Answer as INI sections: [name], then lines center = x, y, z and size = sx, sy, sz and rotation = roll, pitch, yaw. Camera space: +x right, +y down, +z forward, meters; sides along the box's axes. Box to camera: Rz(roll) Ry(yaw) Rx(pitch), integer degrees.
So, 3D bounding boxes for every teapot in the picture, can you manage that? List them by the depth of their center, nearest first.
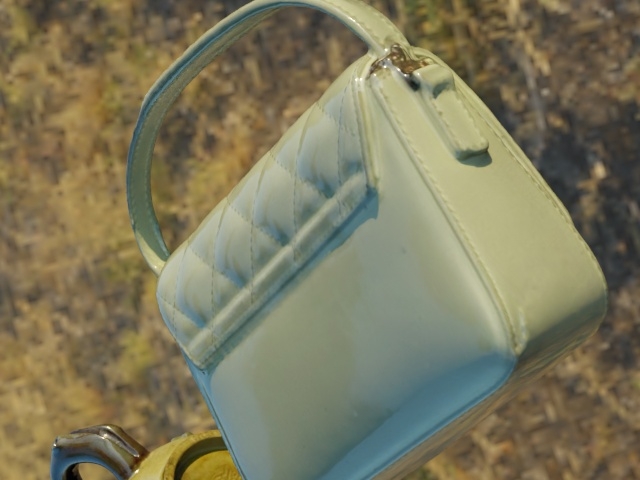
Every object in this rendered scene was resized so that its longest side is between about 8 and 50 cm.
[teapot]
center = -0.093, 0.240, 1.362
size = 0.269, 0.173, 0.183
rotation = 27, 128, 9

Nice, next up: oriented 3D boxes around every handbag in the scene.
[handbag]
center = 0.000, 0.000, 0.821
size = 0.219, 0.079, 0.256
rotation = 59, 142, 9
